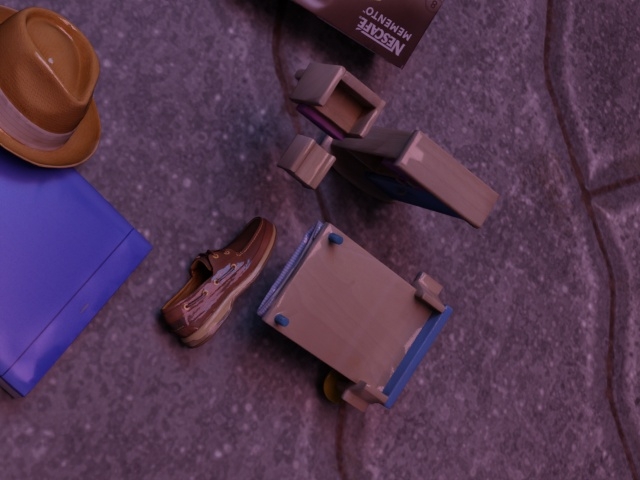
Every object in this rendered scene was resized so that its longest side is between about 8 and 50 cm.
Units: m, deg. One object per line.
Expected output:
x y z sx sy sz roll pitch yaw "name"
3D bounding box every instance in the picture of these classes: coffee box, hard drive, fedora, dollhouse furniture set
0.028 -0.339 1.248 0.246 0.098 0.141 28 101 -27 "coffee box"
-0.342 -0.031 0.978 0.318 0.040 0.210 47 57 -17 "hard drive"
-0.278 -0.168 1.003 0.194 0.079 0.194 34 39 -33 "fedora"
0.000 0.000 1.163 0.286 0.198 0.303 35 83 -28 "dollhouse furniture set"

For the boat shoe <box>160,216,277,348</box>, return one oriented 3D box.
-0.110 0.035 1.110 0.060 0.064 0.178 46 59 -19 "boat shoe"
